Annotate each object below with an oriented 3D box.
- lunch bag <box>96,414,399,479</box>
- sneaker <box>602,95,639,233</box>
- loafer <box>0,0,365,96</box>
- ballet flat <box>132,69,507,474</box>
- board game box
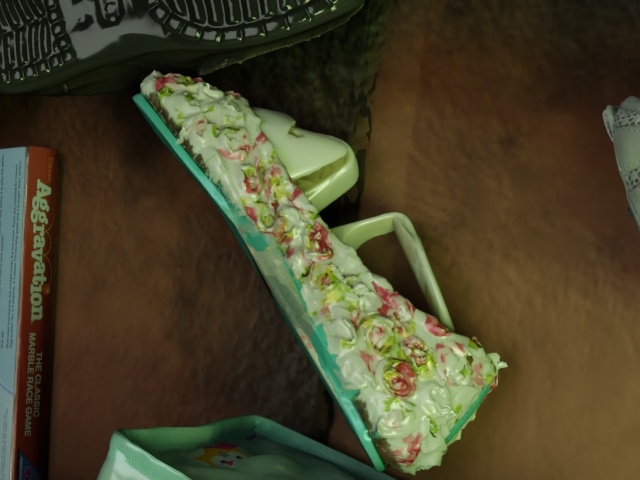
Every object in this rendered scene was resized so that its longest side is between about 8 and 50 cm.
[{"bbox_3d":[0.015,0.217,0.512,0.262,0.160,0.223,22,95,25],"label":"lunch bag"},{"bbox_3d":[0.208,-0.080,0.430,0.281,0.105,0.115,-38,64,28],"label":"sneaker"},{"bbox_3d":[-0.071,-0.123,0.664,0.220,0.078,0.080,-8,84,18],"label":"loafer"},{"bbox_3d":[0.000,0.000,0.606,0.077,0.091,0.241,-34,67,-4],"label":"ballet flat"},{"bbox_3d":[-0.221,0.088,0.781,0.145,0.027,0.281,-2,84,36],"label":"board game box"}]
